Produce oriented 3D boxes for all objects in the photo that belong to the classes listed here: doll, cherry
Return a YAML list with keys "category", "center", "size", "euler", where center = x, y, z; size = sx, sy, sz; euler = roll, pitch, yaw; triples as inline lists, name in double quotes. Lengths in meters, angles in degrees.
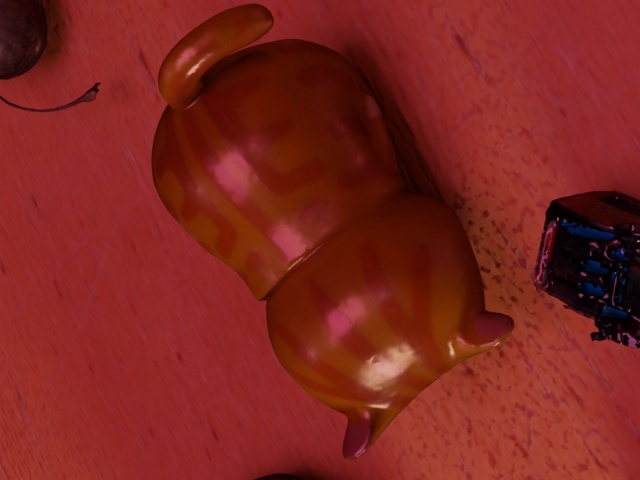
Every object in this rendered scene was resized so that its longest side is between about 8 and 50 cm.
- category: "doll"
  center: [0.000, -0.011, 0.855]
  size: [0.167, 0.162, 0.269]
  euler: [-43, 84, 24]
- category: "cherry"
  center: [-0.269, -0.194, 1.072]
  size: [0.188, 0.115, 0.148]
  euler: [-5, 60, 34]

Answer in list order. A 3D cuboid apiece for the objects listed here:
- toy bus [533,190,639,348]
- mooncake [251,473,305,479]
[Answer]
- category: "toy bus"
  center: [0.232, 0.033, 0.706]
  size: [0.235, 0.096, 0.073]
  euler: [23, 116, 35]
- category: "mooncake"
  center: [-0.030, 0.331, 0.976]
  size: [0.290, 0.161, 0.290]
  euler: [13, 112, 36]
